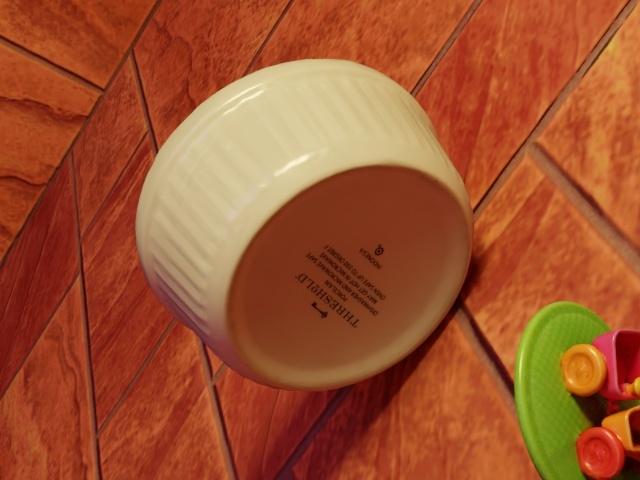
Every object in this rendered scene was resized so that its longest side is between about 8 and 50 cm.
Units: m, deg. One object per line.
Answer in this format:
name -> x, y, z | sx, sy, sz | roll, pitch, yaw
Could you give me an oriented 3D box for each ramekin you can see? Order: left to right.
ramekin -> 0.000, 0.000, 0.923 | 0.272, 0.273, 0.127 | -56, 39, 15

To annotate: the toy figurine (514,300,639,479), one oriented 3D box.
toy figurine -> 0.210, 0.101, 0.618 | 0.159, 0.130, 0.173 | -20, 70, 43
